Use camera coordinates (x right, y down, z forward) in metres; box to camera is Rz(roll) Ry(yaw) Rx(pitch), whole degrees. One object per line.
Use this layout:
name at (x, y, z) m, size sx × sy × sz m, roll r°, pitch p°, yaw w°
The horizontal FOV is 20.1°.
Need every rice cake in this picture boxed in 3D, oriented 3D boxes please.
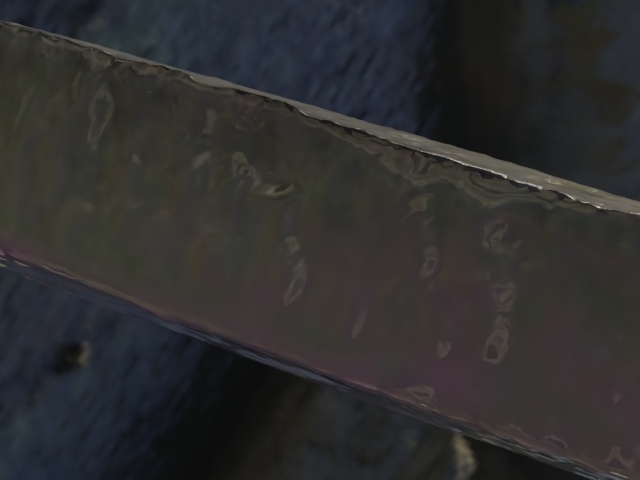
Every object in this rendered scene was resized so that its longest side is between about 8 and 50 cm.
rice cake at (0.000, 0.000, 0.365) m, size 0.073 × 0.365 × 0.056 m, roll 11°, pitch 96°, yaw -59°
